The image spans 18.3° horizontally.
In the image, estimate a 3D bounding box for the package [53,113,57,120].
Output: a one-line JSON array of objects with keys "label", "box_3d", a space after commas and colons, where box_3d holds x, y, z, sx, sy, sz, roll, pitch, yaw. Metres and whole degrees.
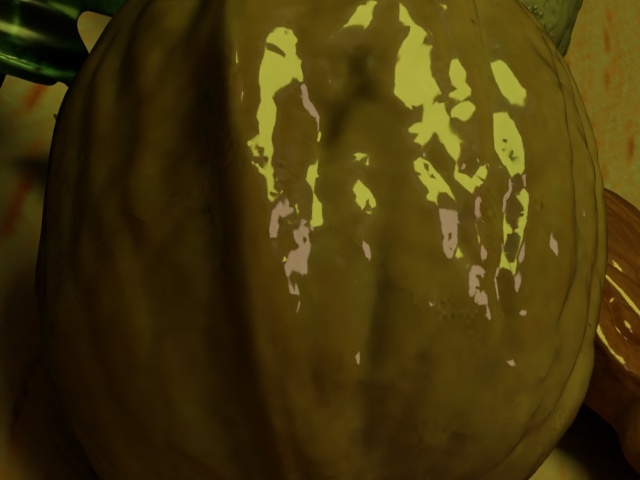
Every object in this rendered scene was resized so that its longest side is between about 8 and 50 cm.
[{"label": "package", "box_3d": [0.007, -0.003, 0.972, 0.204, 0.062, 0.251, 47, 24, 16]}]

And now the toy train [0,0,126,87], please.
[{"label": "toy train", "box_3d": [-0.236, -0.180, 0.811, 0.397, 0.160, 0.253, 12, 13, -40]}]

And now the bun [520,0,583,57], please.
[{"label": "bun", "box_3d": [0.016, -0.146, 1.086, 0.259, 0.152, 0.259, 42, -10, 9]}]

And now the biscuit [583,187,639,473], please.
[{"label": "biscuit", "box_3d": [0.183, 0.045, 1.090, 0.284, 0.043, 0.306, 38, 21, -18]}]

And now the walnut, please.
[{"label": "walnut", "box_3d": [0.000, 0.000, 0.765, 0.225, 0.225, 0.261, 17, 57, -35]}]
